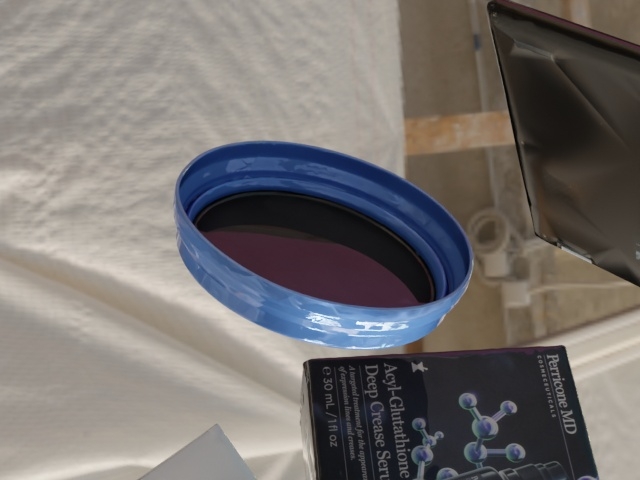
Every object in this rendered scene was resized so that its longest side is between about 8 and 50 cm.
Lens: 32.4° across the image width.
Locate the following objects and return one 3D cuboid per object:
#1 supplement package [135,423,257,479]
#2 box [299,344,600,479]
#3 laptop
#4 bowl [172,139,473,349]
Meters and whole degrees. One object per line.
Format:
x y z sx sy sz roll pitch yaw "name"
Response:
-0.167 0.334 1.293 0.139 0.244 0.134 -32 -99 -31 "supplement package"
0.178 0.337 1.600 0.212 0.395 0.294 95 170 -53 "box"
0.367 -0.040 0.789 0.236 0.382 0.408 -49 -36 -17 "laptop"
0.000 0.000 1.408 0.391 0.391 0.077 -15 -47 -44 "bowl"
